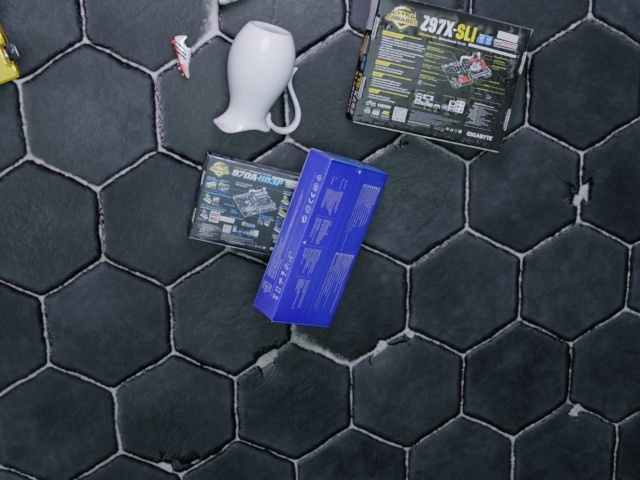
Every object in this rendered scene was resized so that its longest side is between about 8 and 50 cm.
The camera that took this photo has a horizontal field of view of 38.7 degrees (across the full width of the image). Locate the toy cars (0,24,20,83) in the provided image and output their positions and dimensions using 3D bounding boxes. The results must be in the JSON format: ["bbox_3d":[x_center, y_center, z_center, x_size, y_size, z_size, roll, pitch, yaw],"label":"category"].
[{"bbox_3d":[-0.710,-0.419,1.646,0.394,0.087,0.176,28,94,-12],"label":"toy cars"}]

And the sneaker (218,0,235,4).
[{"bbox_3d":[-0.211,-0.576,1.663,0.152,0.114,0.305,-33,107,0],"label":"sneaker"}]

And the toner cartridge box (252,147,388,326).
[{"bbox_3d":[0.000,0.000,1.842,0.165,0.075,0.348,11,105,-43],"label":"toner cartridge box"}]

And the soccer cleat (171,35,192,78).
[{"bbox_3d":[-0.262,-0.355,1.761,0.036,0.029,0.083,-16,102,0],"label":"soccer cleat"}]

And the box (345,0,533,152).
[{"bbox_3d":[0.235,-0.333,1.823,0.322,0.079,0.257,10,102,-12],"label":"box"}]

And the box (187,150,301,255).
[{"bbox_3d":[-0.144,-0.070,1.846,0.220,0.051,0.175,12,103,-12],"label":"box"}]

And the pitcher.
[{"bbox_3d":[-0.101,-0.307,1.764,0.178,0.125,0.207,3,116,-31],"label":"pitcher"}]
